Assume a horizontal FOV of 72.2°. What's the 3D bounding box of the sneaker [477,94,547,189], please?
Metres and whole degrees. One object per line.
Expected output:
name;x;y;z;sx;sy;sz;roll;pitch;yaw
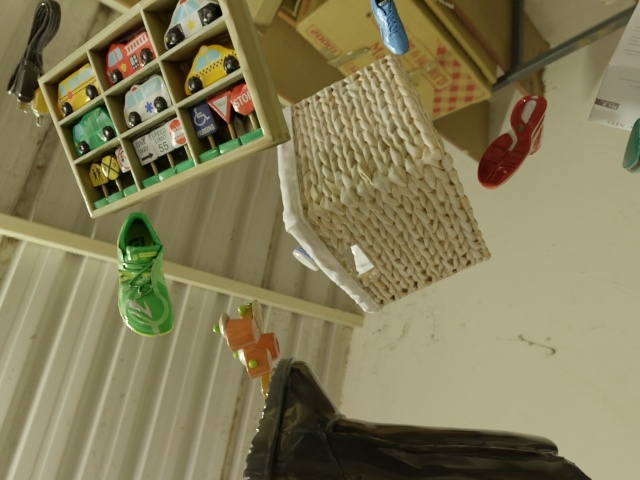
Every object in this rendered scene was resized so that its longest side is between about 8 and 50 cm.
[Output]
sneaker;0.421;-0.183;0.935;0.221;0.087;0.128;-55;-39;-2

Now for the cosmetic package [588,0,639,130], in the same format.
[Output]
cosmetic package;0.568;-0.286;0.728;0.151;0.151;0.184;-62;-27;-4

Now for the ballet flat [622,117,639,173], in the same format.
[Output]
ballet flat;0.495;-0.157;0.626;0.247;0.087;0.083;27;-108;-58

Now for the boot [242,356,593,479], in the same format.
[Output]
boot;0.133;0.317;0.707;0.446;0.367;0.146;0;-76;3

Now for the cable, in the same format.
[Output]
cable;-0.662;-0.421;1.033;0.072;0.140;0.287;2;-62;-57

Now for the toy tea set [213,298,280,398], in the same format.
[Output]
toy tea set;-0.191;0.273;1.114;0.200;0.125;0.336;-101;-3;-47

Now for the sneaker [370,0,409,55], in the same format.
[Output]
sneaker;0.198;-0.641;1.276;0.082;0.069;0.209;-6;-106;-77

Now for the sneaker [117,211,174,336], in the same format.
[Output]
sneaker;-0.390;0.068;0.951;0.110;0.123;0.295;-12;-115;-26

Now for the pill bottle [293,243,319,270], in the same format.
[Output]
pill bottle;0.000;0.000;1.100;0.078;0.078;0.137;42;-104;-22

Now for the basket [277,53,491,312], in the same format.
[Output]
basket;0.110;-0.102;0.830;0.328;0.267;0.331;49;-158;-44

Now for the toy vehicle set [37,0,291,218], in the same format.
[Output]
toy vehicle set;-0.171;-0.137;0.451;0.035;0.267;0.165;-31;-77;-61
